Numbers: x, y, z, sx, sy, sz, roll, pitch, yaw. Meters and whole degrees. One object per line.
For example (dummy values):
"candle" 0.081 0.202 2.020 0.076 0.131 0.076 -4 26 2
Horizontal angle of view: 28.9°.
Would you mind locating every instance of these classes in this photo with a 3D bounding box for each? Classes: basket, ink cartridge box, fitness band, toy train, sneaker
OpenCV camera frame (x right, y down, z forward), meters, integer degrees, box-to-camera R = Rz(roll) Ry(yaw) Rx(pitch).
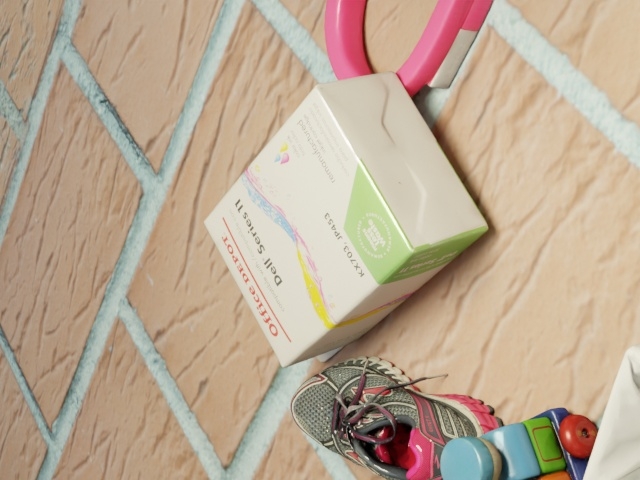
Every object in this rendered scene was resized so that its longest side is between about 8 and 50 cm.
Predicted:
"basket" 0.304 0.180 1.035 0.113 0.103 0.167 34 117 47
"ink cartridge box" 0.000 0.000 1.373 0.207 0.119 0.353 60 140 14
"fitness band" 0.095 -0.282 1.331 0.209 0.054 0.291 52 129 38
"toy train" 0.205 0.284 1.136 0.105 0.143 0.248 -38 62 47
"sneaker" 0.060 0.195 1.348 0.299 0.112 0.121 4 94 53
